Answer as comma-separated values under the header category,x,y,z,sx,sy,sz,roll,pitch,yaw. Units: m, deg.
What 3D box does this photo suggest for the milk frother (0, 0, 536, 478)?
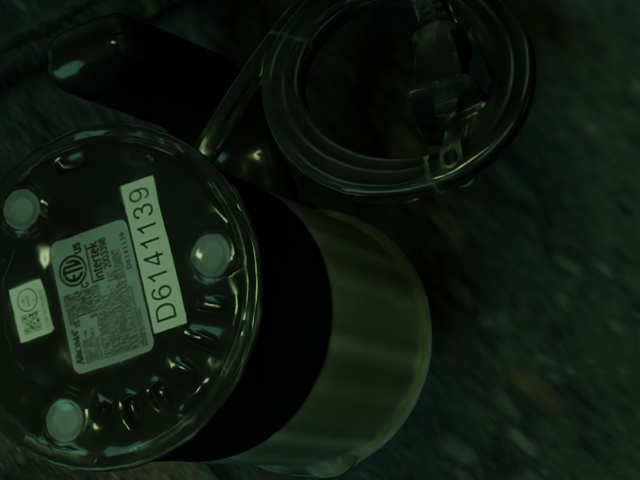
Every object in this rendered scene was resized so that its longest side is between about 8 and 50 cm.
category,x,y,z,sx,sy,sz,roll,pitch,yaw
milk frother,0.000,0.000,0.439,0.143,0.129,0.134,-1,172,22
